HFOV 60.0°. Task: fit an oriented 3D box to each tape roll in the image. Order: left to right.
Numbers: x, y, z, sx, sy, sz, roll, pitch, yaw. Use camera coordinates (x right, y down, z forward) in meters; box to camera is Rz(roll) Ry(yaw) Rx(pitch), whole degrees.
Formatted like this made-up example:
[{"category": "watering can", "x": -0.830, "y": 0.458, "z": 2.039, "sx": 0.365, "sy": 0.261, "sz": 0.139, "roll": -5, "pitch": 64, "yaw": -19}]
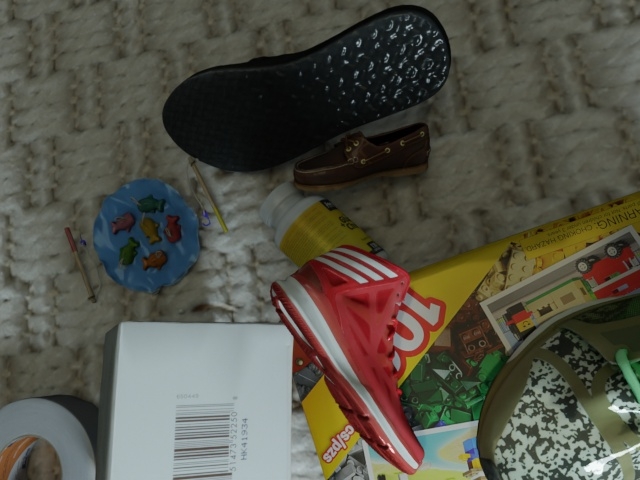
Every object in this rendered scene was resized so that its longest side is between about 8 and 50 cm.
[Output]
[{"category": "tape roll", "x": -0.415, "y": 0.345, "z": 0.829, "sx": 0.219, "sy": 0.072, "sz": 0.219, "roll": -2, "pitch": 78, "yaw": 11}]

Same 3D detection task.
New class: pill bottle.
[{"category": "pill bottle", "x": 0.000, "y": 0.000, "z": 0.795, "sx": 0.184, "sy": 0.103, "sz": 0.103, "roll": 43, "pitch": 90, "yaw": 16}]

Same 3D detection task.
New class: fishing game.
[{"category": "fishing game", "x": -0.283, "y": -0.007, "z": 0.880, "sx": 0.264, "sy": 0.041, "sz": 0.189, "roll": -24, "pitch": 84, "yaw": 9}]

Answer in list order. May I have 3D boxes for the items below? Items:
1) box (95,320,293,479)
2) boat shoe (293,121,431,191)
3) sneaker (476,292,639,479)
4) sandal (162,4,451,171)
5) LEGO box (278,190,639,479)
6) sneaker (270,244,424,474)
[{"category": "box", "x": -0.166, "y": 0.209, "z": 0.648, "sx": 0.169, "sy": 0.345, "sz": 0.214, "roll": 4, "pitch": 78, "yaw": -23}, {"category": "boat shoe", "x": 0.059, "y": -0.125, "z": 0.795, "sx": 0.207, "sy": 0.073, "sz": 0.073, "roll": -14, "pitch": 37, "yaw": -13}, {"category": "sneaker", "x": 0.308, "y": 0.088, "z": 0.427, "sx": 0.411, "sy": 0.182, "sz": 0.158, "roll": -31, "pitch": 76, "yaw": 5}, {"category": "sandal", "x": -0.027, "y": -0.216, "z": 0.829, "sx": 0.446, "sy": 0.107, "sz": 0.167, "roll": -11, "pitch": 118, "yaw": 20}, {"category": "LEGO box", "x": 0.255, "y": 0.185, "z": 0.616, "sx": 0.501, "sy": 0.193, "sz": 0.372, "roll": -21, "pitch": 76, "yaw": 7}, {"category": "sneaker", "x": 0.062, "y": 0.101, "z": 0.528, "sx": 0.128, "sy": 0.087, "sz": 0.221, "roll": -35, "pitch": 96, "yaw": -19}]
